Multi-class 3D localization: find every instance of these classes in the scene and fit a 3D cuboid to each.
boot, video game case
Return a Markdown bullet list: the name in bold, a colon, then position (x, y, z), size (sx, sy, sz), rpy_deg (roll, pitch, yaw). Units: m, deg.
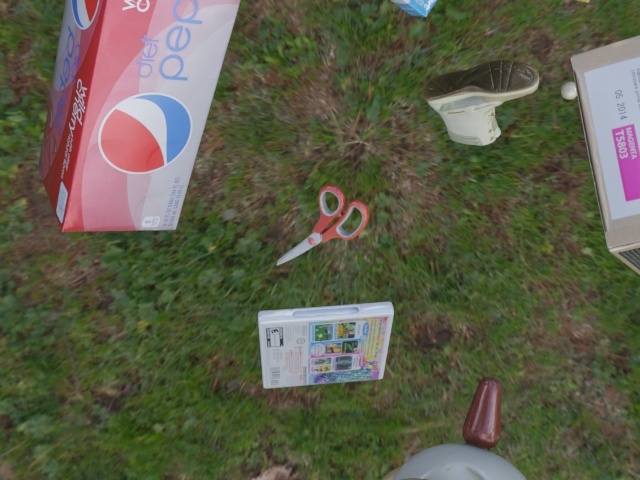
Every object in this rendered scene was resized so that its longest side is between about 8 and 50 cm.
- **boot**: position (0.317, -0.251, 1.645), size (0.213, 0.165, 0.077), rpy_deg (-6, 58, 27)
- **video game case**: position (0.004, 0.119, 0.985), size (0.143, 0.157, 0.019), rpy_deg (-4, 55, -4)

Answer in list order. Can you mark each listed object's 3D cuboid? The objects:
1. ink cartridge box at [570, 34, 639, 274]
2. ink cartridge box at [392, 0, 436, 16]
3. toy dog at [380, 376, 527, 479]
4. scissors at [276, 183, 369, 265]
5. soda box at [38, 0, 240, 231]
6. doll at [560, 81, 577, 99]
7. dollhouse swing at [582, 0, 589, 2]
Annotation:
- **ink cartridge box**: position (0.375, -0.090, 1.024), size (0.088, 0.193, 0.235), rpy_deg (-13, 73, 27)
- **ink cartridge box**: position (0.100, -0.411, 1.248), size (0.181, 0.061, 0.104), rpy_deg (30, 96, -24)
- **toy dog**: position (0.178, 0.218, 0.612), size (0.333, 0.220, 0.161), rpy_deg (30, 85, -14)
- **scissors**: position (0.000, 0.000, 1.712), size (0.109, 0.021, 0.297), rpy_deg (39, 137, 4)
- **soda box**: position (-0.120, -0.131, 0.593), size (0.092, 0.083, 0.263), rpy_deg (-2, 131, -31)
- **doll**: position (0.587, -0.324, 1.890), size (0.189, 0.129, 0.046), rpy_deg (-12, 107, -30)
- **dollhouse swing**: position (0.592, -0.685, 1.736), size (0.304, 0.347, 0.315), rpy_deg (-9, 58, -20)
